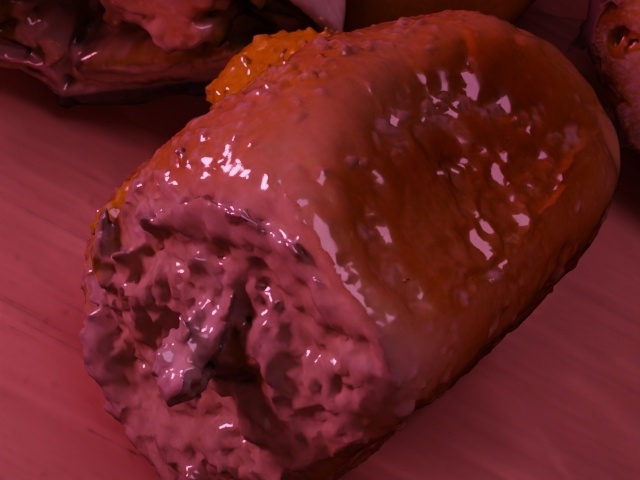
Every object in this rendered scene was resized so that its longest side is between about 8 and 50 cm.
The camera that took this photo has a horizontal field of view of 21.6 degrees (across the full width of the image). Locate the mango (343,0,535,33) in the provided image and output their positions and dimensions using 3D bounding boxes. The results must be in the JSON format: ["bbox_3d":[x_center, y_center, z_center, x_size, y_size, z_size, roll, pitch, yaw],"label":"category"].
[{"bbox_3d":[0.095,-0.237,0.992,0.173,0.211,0.317,25,57,-5],"label":"mango"}]

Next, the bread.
[{"bbox_3d":[0.000,0.000,0.745,0.176,0.195,0.246,46,47,9],"label":"bread"}]

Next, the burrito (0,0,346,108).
[{"bbox_3d":[-0.083,-0.226,0.904,0.190,0.135,0.332,-13,46,17],"label":"burrito"}]

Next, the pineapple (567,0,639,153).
[{"bbox_3d":[0.330,-0.164,0.976,0.352,0.352,0.300,36,36,5],"label":"pineapple"}]
